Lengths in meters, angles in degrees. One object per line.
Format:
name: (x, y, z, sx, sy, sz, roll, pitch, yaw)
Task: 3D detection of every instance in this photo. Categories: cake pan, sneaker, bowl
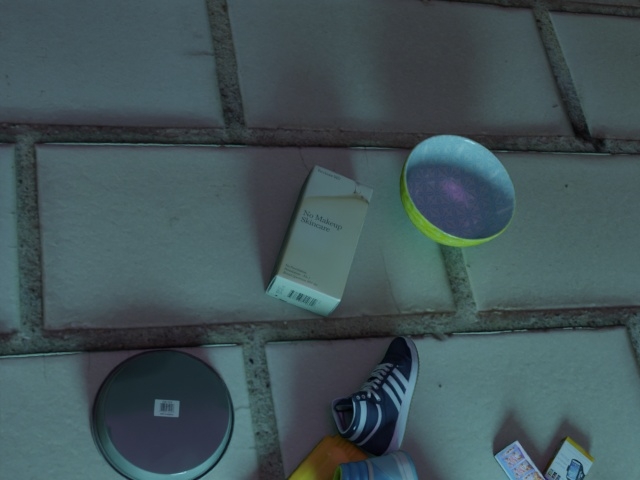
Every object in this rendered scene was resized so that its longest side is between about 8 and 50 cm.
cake pan: (-0.312, 0.351, 1.788, 0.293, 0.054, 0.293, 7, 62, -14)
sneaker: (0.117, 0.314, 1.900, 0.153, 0.099, 0.282, 26, 58, -21)
sneaker: (0.102, 0.573, 1.720, 0.208, 0.127, 0.319, 0, 54, -19)
bowl: (0.310, -0.095, 2.154, 0.289, 0.156, 0.290, 8, 62, -15)

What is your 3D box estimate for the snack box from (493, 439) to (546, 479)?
snack box: (0.461, 0.533, 1.956, 0.064, 0.022, 0.178, -34, 77, -4)

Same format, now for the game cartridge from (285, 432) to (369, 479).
game cartridge: (0.055, 0.588, 1.792, 0.323, 0.053, 0.285, 43, 60, 5)

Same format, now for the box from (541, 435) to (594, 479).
box: (0.555, 0.522, 2.003, 0.081, 0.028, 0.136, 41, 62, 4)

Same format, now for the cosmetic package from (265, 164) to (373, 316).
cosmetic package: (0.000, 0.000, 2.032, 0.160, 0.113, 0.310, 21, 61, -7)
